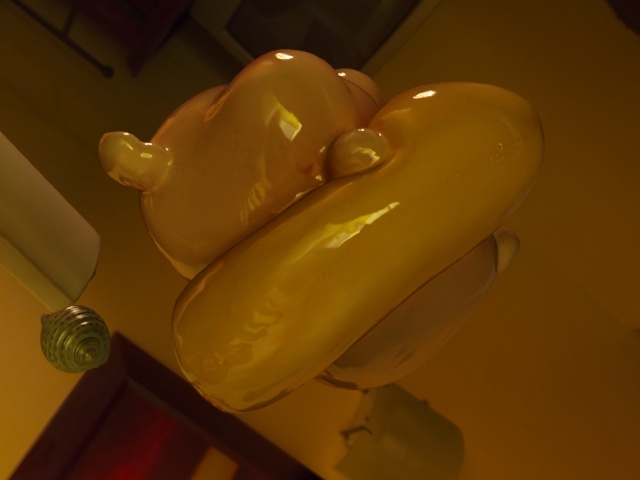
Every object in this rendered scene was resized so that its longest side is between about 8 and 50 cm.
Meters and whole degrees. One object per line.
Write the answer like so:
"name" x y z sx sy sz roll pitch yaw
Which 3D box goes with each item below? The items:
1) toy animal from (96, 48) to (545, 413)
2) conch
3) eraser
"toy animal" 0.012 -0.039 0.586 0.277 0.247 0.345 -50 154 14
"conch" -0.429 0.167 1.352 0.102 0.135 0.153 -47 -130 18
"eraser" -0.465 -0.035 1.185 0.094 0.270 0.174 -22 -142 17
